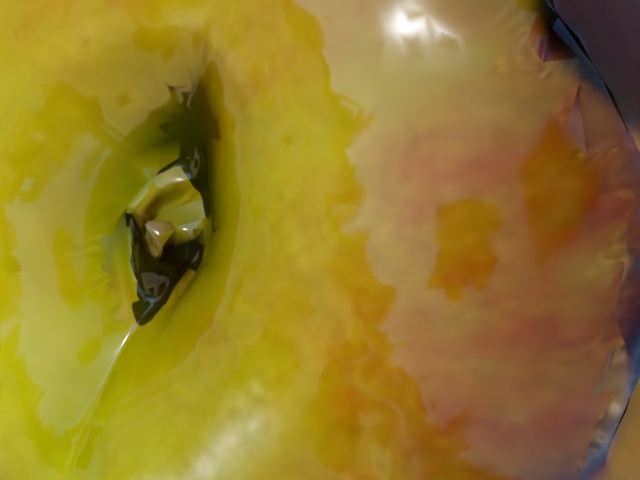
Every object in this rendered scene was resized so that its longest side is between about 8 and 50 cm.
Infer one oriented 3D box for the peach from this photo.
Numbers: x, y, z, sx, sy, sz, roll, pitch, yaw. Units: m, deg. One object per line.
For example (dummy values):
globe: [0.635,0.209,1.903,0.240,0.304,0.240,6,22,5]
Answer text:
peach: [0.000,0.000,0.622,0.370,0.370,0.370,54,14,-20]
